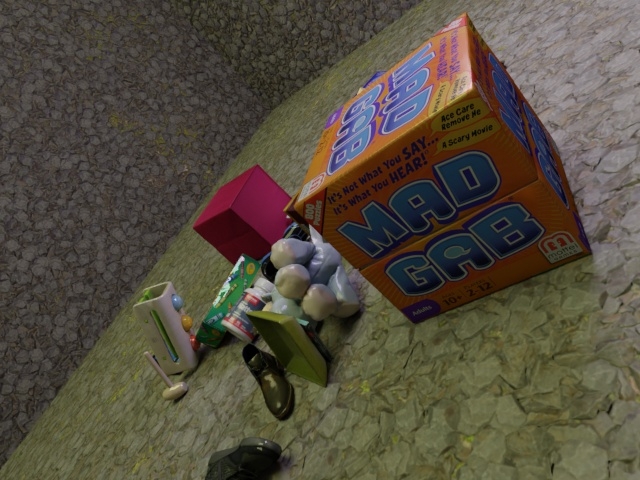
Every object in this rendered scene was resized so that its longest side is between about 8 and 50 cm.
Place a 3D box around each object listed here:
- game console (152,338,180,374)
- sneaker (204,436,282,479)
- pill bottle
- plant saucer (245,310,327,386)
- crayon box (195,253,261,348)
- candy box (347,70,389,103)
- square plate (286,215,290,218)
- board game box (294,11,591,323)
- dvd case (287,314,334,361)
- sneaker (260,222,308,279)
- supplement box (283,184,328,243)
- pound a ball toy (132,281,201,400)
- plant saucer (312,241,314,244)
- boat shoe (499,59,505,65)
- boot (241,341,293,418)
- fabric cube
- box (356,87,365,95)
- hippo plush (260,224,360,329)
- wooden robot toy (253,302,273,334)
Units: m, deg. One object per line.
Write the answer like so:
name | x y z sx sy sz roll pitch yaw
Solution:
game console | -0.512 0.391 1.727 0.124 0.085 0.144 -18 36 49
sneaker | -0.163 0.478 0.981 0.227 0.087 0.130 -35 27 33
pill bottle | -0.203 0.206 1.463 0.180 0.108 0.108 -56 24 -20
plant saucer | -0.069 0.230 1.106 0.045 0.188 0.188 -40 18 -26
crayon box | -0.302 0.200 1.612 0.165 0.081 0.278 -55 8 53
candy box | 0.201 -0.516 1.935 0.317 0.122 0.268 -45 24 2
square plate | 0.057 -0.198 1.754 0.344 0.049 0.347 -53 24 -15
board game box | 0.229 -0.130 0.946 0.356 0.356 0.356 -31 27 33
dvd case | -0.026 0.221 1.102 0.013 0.119 0.087 -43 27 -27
sneaker | -0.112 0.035 1.634 0.232 0.081 0.090 -49 25 12
supplement box | 0.032 -0.073 1.405 0.129 0.191 0.194 -53 24 -16
pound a ball toy | -0.474 0.317 1.567 0.136 0.319 0.208 -17 20 2
plant saucer | 0.000 0.000 1.570 0.083 0.015 0.083 -37 24 20
boat shoe | 0.491 -0.521 1.545 0.206 0.075 0.065 5 98 55
boot | -0.134 0.324 1.149 0.082 0.106 0.219 -46 22 1
fabric cube | -0.282 -0.090 1.901 0.258 0.259 0.254 -22 32 41
box | 0.180 -0.443 1.773 0.201 0.164 0.021 -66 -17 -4
hippo plush | -0.065 0.113 1.213 0.236 0.234 0.294 -44 38 34
wooden robot toy | -0.119 0.209 1.401 0.079 0.076 0.173 21 65 28
